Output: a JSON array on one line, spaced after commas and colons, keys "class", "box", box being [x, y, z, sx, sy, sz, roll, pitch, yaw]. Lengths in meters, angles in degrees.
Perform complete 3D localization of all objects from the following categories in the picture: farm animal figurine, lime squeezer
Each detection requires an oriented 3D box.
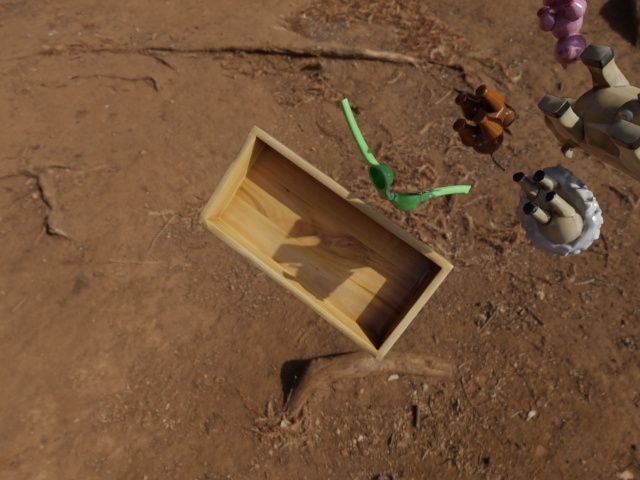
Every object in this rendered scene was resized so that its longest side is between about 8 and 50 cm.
[{"class": "farm animal figurine", "box": [0.358, -0.174, 0.501, 0.330, 0.172, 0.327, -40, 41, 30]}, {"class": "lime squeezer", "box": [0.139, -0.119, 0.723, 0.110, 0.310, 0.059, -56, 24, 14]}]

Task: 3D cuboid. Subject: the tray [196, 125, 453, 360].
[{"class": "tray", "box": [0.000, 0.000, 0.729, 0.410, 0.076, 0.203, 36, 101, 8]}]
